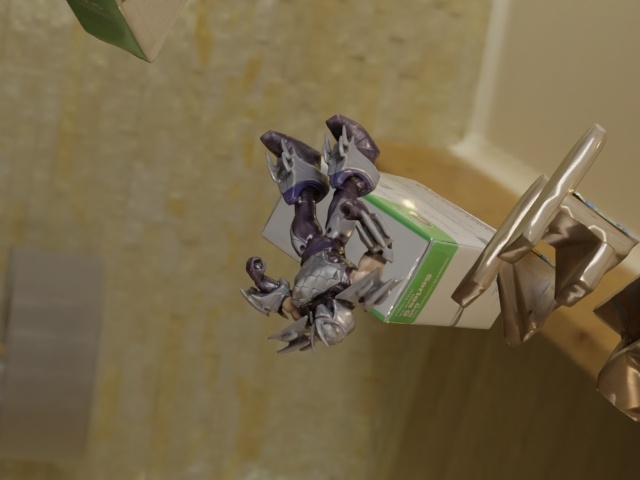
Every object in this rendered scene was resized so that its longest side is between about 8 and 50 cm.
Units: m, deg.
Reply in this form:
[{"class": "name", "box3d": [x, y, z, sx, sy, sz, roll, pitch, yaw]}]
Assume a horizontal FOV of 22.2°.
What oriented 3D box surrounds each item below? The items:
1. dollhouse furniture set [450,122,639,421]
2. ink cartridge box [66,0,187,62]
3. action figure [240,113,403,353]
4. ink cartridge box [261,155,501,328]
[{"class": "dollhouse furniture set", "box3d": [0.375, 0.014, 1.400, 0.256, 0.362, 0.394, -53, 179, -22]}, {"class": "ink cartridge box", "box3d": [-0.139, -0.216, 1.175, 0.109, 0.062, 0.209, -62, 171, -8]}, {"class": "action figure", "box3d": [0.000, 0.000, 1.698, 0.185, 0.099, 0.285, -24, -136, 23]}, {"class": "ink cartridge box", "box3d": [0.100, 0.007, 2.011, 0.211, 0.289, 0.121, 35, -77, 29]}]
